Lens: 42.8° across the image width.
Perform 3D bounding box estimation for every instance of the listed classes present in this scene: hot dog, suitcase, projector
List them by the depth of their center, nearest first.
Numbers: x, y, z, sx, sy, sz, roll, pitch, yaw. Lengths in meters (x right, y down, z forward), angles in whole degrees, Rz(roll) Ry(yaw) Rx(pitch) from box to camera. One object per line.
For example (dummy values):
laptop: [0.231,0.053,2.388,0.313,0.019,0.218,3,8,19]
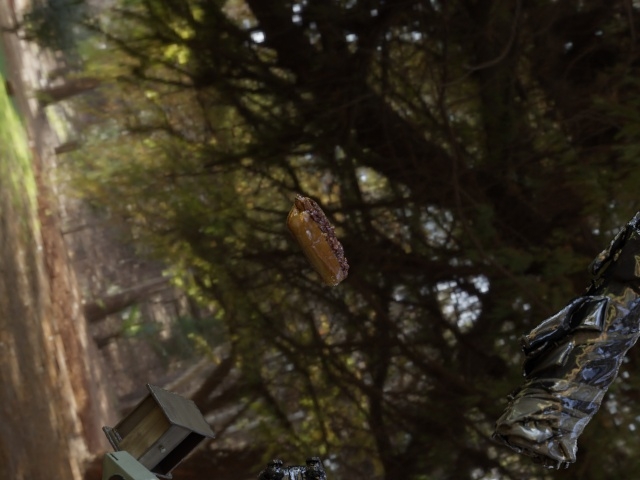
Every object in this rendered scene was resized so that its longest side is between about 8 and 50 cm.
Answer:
suitcase: [-0.049,0.536,1.456,0.312,0.128,0.202,102,-18,-48]
projector: [-0.385,0.598,1.697,0.257,0.079,0.259,10,-83,56]
hot dog: [0.000,0.000,1.792,0.249,0.076,0.102,60,36,-34]

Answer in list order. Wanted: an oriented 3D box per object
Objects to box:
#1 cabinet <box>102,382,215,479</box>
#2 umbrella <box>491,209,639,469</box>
cabinet: [-0.423,0.511,2.160,0.148,0.175,0.215,48,3,35]
umbrella: [0.298,0.076,0.869,0.106,0.357,0.113,31,-13,21]
